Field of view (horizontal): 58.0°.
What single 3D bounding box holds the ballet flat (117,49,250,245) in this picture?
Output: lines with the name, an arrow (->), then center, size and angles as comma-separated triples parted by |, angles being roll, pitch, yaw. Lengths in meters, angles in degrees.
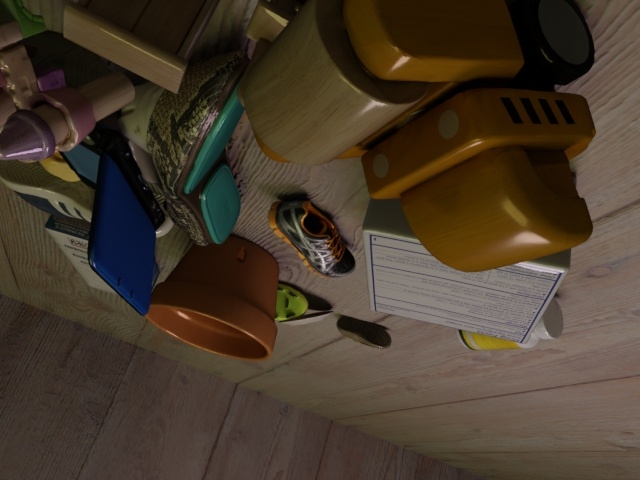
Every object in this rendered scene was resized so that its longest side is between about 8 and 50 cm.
ballet flat -> -0.208, -0.131, 0.863 | 0.182, 0.164, 0.483 | 28, 157, 1

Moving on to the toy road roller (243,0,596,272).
toy road roller -> 0.115, -0.089, 0.537 | 0.329, 0.241, 0.202 | -7, 169, -33

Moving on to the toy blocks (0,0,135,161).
toy blocks -> -0.408, -0.220, 0.584 | 0.309, 0.260, 0.289 | 9, 126, 21

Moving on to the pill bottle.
pill bottle -> 0.357, 0.155, 1.101 | 0.103, 0.103, 0.184 | 35, 150, -30

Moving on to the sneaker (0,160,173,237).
sneaker -> -0.441, -0.086, 1.135 | 0.350, 0.131, 0.148 | 22, 161, 4

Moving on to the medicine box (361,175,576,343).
medicine box -> 0.212, 0.019, 0.877 | 0.263, 0.149, 0.289 | 11, 154, 13

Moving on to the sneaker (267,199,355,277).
sneaker -> 0.000, 0.000, 1.056 | 0.083, 0.084, 0.215 | -15, 138, 41

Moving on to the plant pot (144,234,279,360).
plant pot -> -0.217, 0.118, 1.282 | 0.291, 0.203, 0.291 | 14, 154, 7

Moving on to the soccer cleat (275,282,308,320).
soccer cleat -> -0.153, 0.148, 1.463 | 0.289, 0.093, 0.121 | -1, 179, 25

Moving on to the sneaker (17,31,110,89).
sneaker -> -0.398, -0.243, 0.856 | 0.222, 0.083, 0.118 | 19, 164, 5

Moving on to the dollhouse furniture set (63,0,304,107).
dollhouse furniture set -> -0.086, -0.287, 0.446 | 0.303, 0.174, 0.355 | 25, 153, -14

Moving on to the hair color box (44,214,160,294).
hair color box -> -0.514, 0.029, 1.408 | 0.174, 0.105, 0.347 | 17, 154, 2

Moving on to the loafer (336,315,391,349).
loafer -> 0.111, 0.237, 1.479 | 0.148, 0.056, 0.050 | 24, 156, 11

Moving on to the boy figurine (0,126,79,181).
boy figurine -> -0.507, -0.193, 0.965 | 0.285, 0.092, 0.177 | 35, -177, -33

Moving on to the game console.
game console -> -0.348, -0.047, 0.871 | 0.250, 0.173, 0.293 | 29, 160, 8

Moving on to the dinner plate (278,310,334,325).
dinner plate -> -0.035, 0.195, 1.440 | 0.141, 0.017, 0.141 | -11, 175, -1
